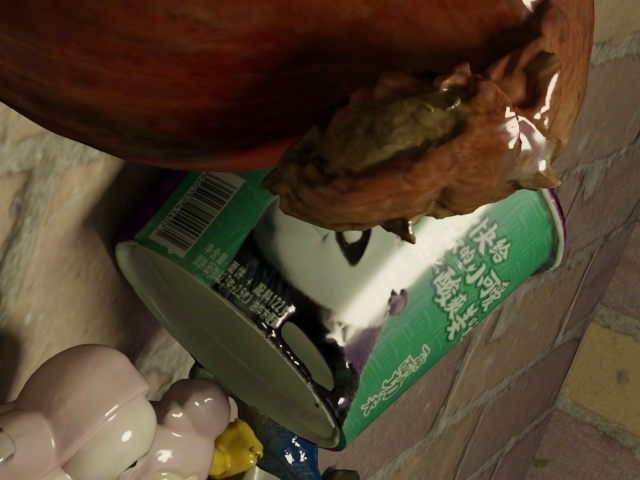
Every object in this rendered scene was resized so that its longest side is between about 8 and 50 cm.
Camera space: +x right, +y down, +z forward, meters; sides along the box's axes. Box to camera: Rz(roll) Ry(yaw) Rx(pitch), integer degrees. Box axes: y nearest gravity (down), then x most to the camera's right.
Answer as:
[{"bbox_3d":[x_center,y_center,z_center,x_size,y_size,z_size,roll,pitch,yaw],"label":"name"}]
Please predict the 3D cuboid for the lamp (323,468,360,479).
[{"bbox_3d":[-0.008,0.357,1.681,0.101,0.101,0.250,41,64,-71],"label":"lamp"}]

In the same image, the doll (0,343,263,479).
[{"bbox_3d":[-0.141,0.137,1.004,0.160,0.094,0.365,-39,167,4],"label":"doll"}]

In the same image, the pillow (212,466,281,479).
[{"bbox_3d":[-0.093,0.336,1.377,0.312,0.119,0.310,-58,157,-16],"label":"pillow"}]

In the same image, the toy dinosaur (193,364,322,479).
[{"bbox_3d":[0.001,0.126,1.250,0.248,0.188,0.075,-55,167,-28],"label":"toy dinosaur"}]

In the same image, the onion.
[{"bbox_3d":[-0.023,-0.188,0.637,0.354,0.353,0.354,-52,158,-31],"label":"onion"}]

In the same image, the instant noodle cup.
[{"bbox_3d":[0.000,0.000,1.021,0.190,0.251,0.251,-47,157,-17],"label":"instant noodle cup"}]
